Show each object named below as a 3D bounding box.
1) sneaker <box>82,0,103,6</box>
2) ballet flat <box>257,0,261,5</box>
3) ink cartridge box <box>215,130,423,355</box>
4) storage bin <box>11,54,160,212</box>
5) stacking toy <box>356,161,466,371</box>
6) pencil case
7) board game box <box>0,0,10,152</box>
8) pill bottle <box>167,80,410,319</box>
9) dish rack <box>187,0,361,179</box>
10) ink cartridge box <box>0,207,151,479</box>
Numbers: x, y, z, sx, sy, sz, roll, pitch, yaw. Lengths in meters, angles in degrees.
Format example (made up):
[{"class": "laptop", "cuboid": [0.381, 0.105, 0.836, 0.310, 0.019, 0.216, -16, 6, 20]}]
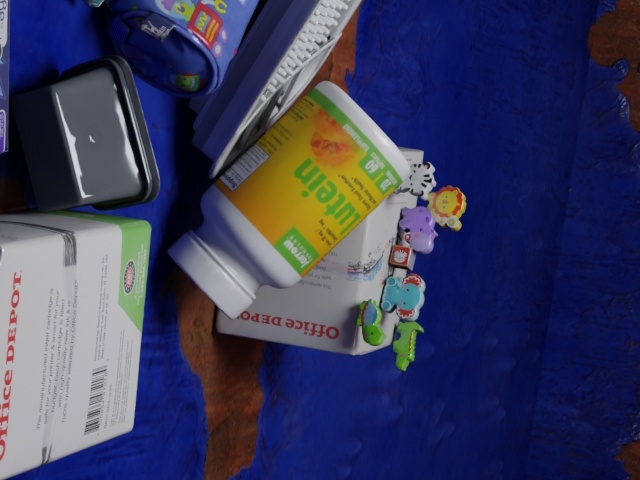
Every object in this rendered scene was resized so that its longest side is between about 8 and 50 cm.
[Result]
[{"class": "sneaker", "cuboid": [-0.186, -0.282, 1.782, 0.075, 0.057, 0.161, 99, 10, -56]}, {"class": "ballet flat", "cuboid": [-0.065, -0.297, 2.065, 0.203, 0.074, 0.074, -51, 145, -45]}, {"class": "ink cartridge box", "cuboid": [0.000, 0.000, 2.215, 0.168, 0.171, 0.233, -6, 105, -69]}, {"class": "storage bin", "cuboid": [-0.217, -0.086, 1.716, 0.091, 0.098, 0.135, -18, 97, -52]}, {"class": "stacking toy", "cuboid": [0.104, 0.028, 2.182, 0.167, 0.052, 0.221, 37, 65, -68]}, {"class": "pencil case", "cuboid": [-0.109, -0.286, 1.882, 0.119, 0.133, 0.306, -32, -148, 57]}, {"class": "board game box", "cuboid": [-0.291, -0.156, 1.529, 0.136, 0.035, 0.201, -31, 127, -64]}, {"class": "pill bottle", "cuboid": [-0.037, -0.037, 2.031, 0.245, 0.136, 0.136, -44, 154, -2]}, {"class": "dish rack", "cuboid": [-0.019, -0.239, 2.033, 0.333, 0.072, 0.285, -54, 176, 36]}, {"class": "ink cartridge box", "cuboid": [-0.257, 0.082, 1.646, 0.273, 0.114, 0.198, -11, 109, -69]}]
